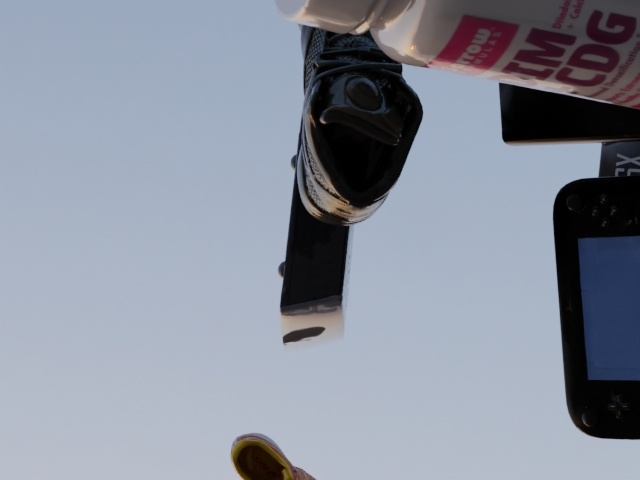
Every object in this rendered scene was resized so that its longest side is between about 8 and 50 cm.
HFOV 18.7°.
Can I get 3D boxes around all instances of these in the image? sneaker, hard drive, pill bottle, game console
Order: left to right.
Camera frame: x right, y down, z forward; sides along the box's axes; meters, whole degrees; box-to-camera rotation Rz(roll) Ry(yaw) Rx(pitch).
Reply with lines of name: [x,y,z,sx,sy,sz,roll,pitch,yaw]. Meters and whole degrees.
sneaker: [-0.022,0.259,1.927,0.064,0.175,0.067,-55,-1,6]
hard drive: [0.000,0.000,1.536,0.054,0.172,0.254,6,-10,1]
sneaker: [0.027,-0.128,1.324,0.087,0.227,0.130,4,-5,-11]
pill bottle: [0.123,-0.178,1.220,0.283,0.160,0.160,9,-51,-18]
game console: [0.233,-0.029,1.452,0.044,0.213,0.361,-10,-84,-46]

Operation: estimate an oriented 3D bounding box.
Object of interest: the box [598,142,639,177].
box: [0.298,0.008,1.797,0.077,0.242,0.307,5,-13,12]
